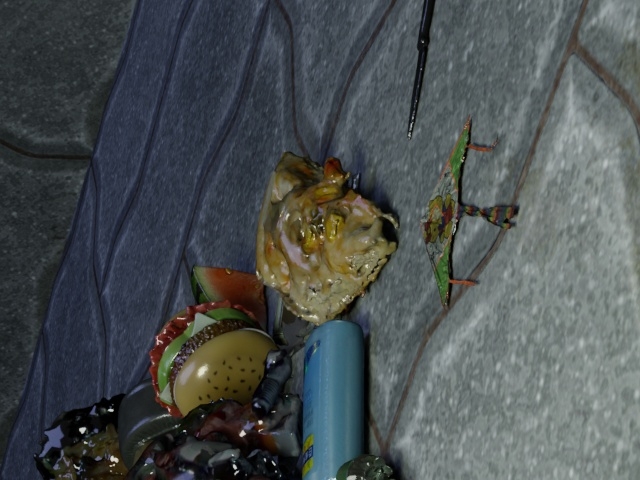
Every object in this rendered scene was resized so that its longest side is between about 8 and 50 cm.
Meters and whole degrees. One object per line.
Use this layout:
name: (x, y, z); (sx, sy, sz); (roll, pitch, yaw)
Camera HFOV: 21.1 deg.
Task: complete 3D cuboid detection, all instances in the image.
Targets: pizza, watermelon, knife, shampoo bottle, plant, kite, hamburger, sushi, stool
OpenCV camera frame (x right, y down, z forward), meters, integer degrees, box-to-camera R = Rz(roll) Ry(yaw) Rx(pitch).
pizza: (0.001, 0.000, 1.960); (0.297, 0.071, 0.189); (31, 107, 60)
watermelon: (-0.117, 0.075, 2.308); (0.094, 0.135, 0.125); (-43, 14, -5)
knife: (0.108, -0.193, 1.863); (0.023, 0.010, 0.170); (-173, 91, -79)
shampoo bottle: (0.014, 0.220, 1.836); (0.104, 0.061, 0.258); (120, 154, -58)
plant: (0.052, 0.239, 1.721); (0.102, 0.051, 0.051); (160, 119, -65)
kite: (0.141, -0.029, 1.663); (0.244, 0.006, 0.198); (174, 106, -73)
hamburger: (-0.122, 0.169, 2.155); (0.137, 0.175, 0.175); (38, 117, 55)
sushi: (-0.284, 0.352, 2.476); (0.225, 0.238, 0.219); (-46, 24, -5)
stool: (-0.187, 0.257, 2.302); (0.139, 0.153, 0.228); (-100, 27, -47)

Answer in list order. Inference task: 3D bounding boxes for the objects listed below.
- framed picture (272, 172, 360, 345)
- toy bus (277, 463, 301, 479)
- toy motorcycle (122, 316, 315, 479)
framed picture: (-0.010, 0.027, 2.107); (0.252, 0.014, 0.197); (162, 117, -71)
toy bus: (-0.049, 0.344, 1.955); (0.236, 0.079, 0.094); (-110, 19, -59)
toy motorcycle: (-0.088, 0.232, 1.913); (0.401, 0.207, 0.134); (-55, -48, -48)
